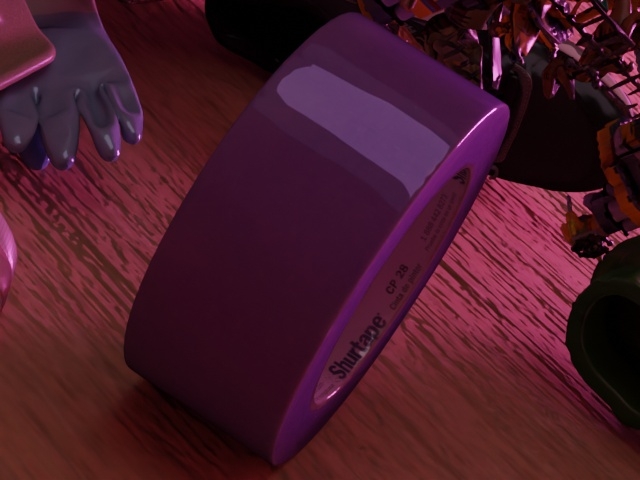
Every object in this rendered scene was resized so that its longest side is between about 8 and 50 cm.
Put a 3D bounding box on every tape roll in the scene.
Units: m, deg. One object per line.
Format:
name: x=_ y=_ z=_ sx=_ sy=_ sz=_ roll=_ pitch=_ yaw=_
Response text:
tape roll: x=0.000 y=0.000 z=0.830 sx=0.080 sy=0.189 sz=0.189 roll=33 pitch=26 yaw=11

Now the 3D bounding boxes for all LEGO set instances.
LEGO set: x=0.073 y=-0.129 z=0.992 sx=0.331 sy=0.192 sz=0.255 roll=29 pitch=45 yaw=-49

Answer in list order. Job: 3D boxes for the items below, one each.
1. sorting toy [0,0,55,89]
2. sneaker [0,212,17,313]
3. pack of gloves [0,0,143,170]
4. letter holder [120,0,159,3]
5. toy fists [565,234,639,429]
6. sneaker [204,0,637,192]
sorting toy: x=-0.234 y=-0.141 z=0.900 sx=0.348 sy=0.047 sz=0.196 roll=-39 pitch=106 yaw=-50
sneaker: x=-0.191 y=-0.011 z=0.821 sx=0.134 sy=0.051 sz=0.070 roll=32 pitch=29 yaw=-9
pack of gloves: x=-0.205 y=-0.093 z=0.991 sx=0.195 sy=0.046 sz=0.232 roll=-2 pitch=37 yaw=-21
letter holder: x=-0.028 y=-0.241 z=1.177 sx=0.302 sy=0.214 sz=0.152 roll=-21 pitch=63 yaw=-27
toy fists: x=0.261 y=0.098 z=1.019 sx=0.279 sy=0.096 sz=0.142 roll=40 pitch=36 yaw=20
sneaker: x=0.054 y=-0.095 z=1.185 sx=0.283 sy=0.107 sz=0.124 roll=28 pitch=33 yaw=18
